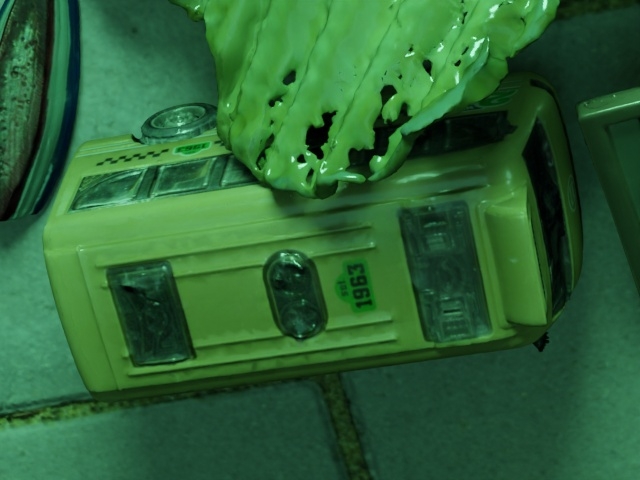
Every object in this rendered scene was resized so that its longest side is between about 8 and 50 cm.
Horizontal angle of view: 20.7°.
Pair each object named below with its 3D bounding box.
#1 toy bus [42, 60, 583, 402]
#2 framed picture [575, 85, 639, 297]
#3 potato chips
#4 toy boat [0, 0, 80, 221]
[{"bbox_3d":[0.000,0.000,1.242,0.365,0.202,0.176,-9,114,11],"label":"toy bus"},{"bbox_3d":[0.321,-0.022,1.214,0.232,0.024,0.315,-14,141,14],"label":"framed picture"},{"bbox_3d":[0.026,-0.238,1.118,0.389,0.097,0.373,-41,69,14],"label":"potato chips"},{"bbox_3d":[-0.220,-0.117,1.302,0.080,0.046,0.228,18,119,1],"label":"toy boat"}]
